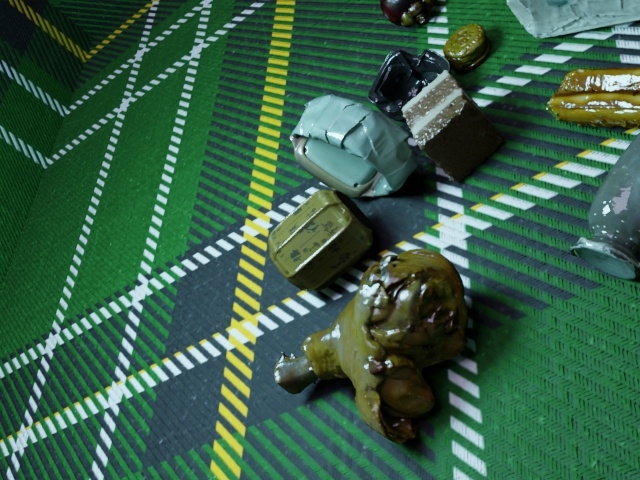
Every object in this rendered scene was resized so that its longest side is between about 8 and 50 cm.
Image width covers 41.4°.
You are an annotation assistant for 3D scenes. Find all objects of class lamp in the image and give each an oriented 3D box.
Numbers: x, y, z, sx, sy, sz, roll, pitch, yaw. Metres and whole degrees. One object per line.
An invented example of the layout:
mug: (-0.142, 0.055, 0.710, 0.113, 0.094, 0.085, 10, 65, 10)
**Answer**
lamp: (0.000, 0.000, 1.638, 0.185, 0.161, 0.161, -45, 34, 13)

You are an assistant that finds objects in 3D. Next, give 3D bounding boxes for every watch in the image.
watch: (0.064, -0.183, 1.644, 0.162, 0.253, 0.241, -57, -4, -6)

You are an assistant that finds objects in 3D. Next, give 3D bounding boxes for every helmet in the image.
helmet: (0.194, -0.304, 1.740, 0.176, 0.107, 0.153, 13, 65, 33)

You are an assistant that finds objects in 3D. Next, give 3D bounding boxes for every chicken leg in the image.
chicken leg: (0.071, 0.199, 1.379, 0.409, 0.182, 0.295, -29, 56, 35)

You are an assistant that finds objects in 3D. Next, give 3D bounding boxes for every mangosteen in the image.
mangosteen: (0.206, -0.546, 1.945, 0.140, 0.140, 0.140, -30, 39, 28)

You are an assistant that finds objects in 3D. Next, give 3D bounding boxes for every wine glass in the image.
wine glass: (0.445, -0.050, 1.194, 0.111, 0.111, 0.204, 18, 73, 55)

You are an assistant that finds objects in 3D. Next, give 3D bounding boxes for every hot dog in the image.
hot dog: (0.481, -0.231, 1.357, 0.269, 0.072, 0.115, 18, 73, 56)

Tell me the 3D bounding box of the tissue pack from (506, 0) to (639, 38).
tissue pack: (0.518, -0.577, 1.516, 0.297, 0.207, 0.380, 10, 66, 55)

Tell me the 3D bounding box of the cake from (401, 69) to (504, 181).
cake: (0.238, -0.212, 1.568, 0.134, 0.135, 0.147, -43, 39, 12)

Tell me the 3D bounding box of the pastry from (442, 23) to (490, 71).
pastry: (0.300, -0.396, 1.742, 0.097, 0.057, 0.109, -53, 35, -13)
